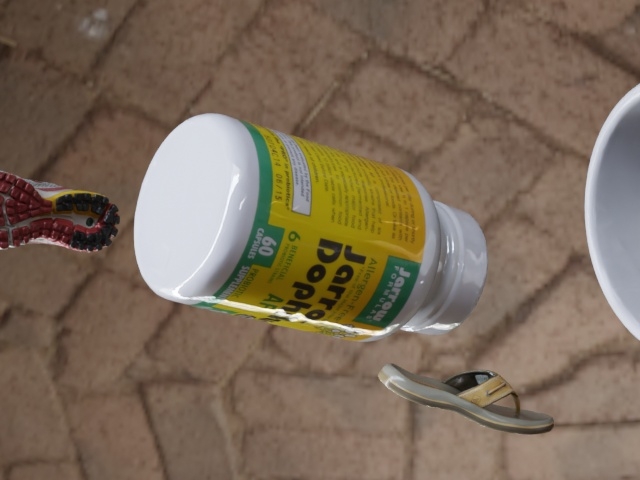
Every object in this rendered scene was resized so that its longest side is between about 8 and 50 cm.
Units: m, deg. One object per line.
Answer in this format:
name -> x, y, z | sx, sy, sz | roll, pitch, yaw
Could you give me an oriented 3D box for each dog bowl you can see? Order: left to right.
dog bowl -> 0.416, -0.028, 1.558 | 0.102, 0.348, 0.348 | -4, 140, -26

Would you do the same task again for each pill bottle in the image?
pill bottle -> 0.000, 0.000, 0.906 | 0.208, 0.117, 0.117 | 15, 138, -35

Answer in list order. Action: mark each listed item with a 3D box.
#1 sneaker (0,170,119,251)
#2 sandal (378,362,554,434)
sneaker -> -0.348, -0.031, 1.659 | 0.225, 0.088, 0.093 | 14, 180, -38
sandal -> 0.142, 0.141, 1.347 | 0.180, 0.072, 0.049 | 20, 92, -13
